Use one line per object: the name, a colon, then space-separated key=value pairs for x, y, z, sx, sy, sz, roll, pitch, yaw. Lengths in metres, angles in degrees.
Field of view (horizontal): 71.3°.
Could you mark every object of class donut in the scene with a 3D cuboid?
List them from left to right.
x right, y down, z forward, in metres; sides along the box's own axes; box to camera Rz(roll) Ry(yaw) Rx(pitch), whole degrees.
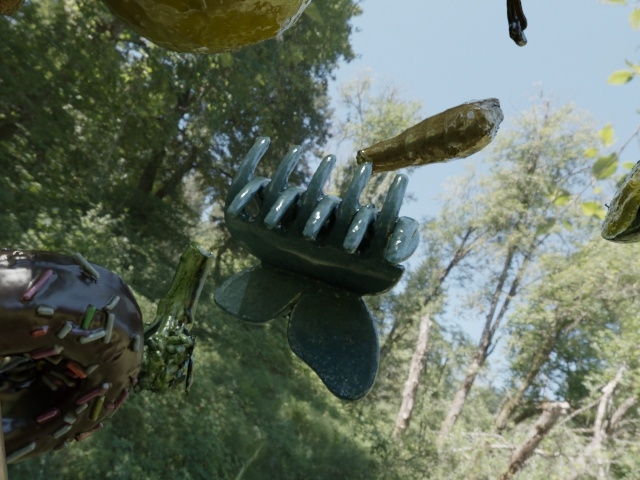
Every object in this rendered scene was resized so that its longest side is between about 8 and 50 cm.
donut: x=-0.306 y=0.127 z=0.440 sx=0.103 sy=0.270 sz=0.269 roll=48 pitch=0 yaw=41

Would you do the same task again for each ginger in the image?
ginger: x=0.283 y=-0.288 z=1.186 sx=0.375 sy=0.236 sz=0.166 roll=4 pitch=-34 yaw=27

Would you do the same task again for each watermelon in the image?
watermelon: x=0.777 y=-0.081 z=1.070 sx=0.127 sy=0.204 sz=0.232 roll=19 pitch=-34 yaw=15

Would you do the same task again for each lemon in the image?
lemon: x=-0.126 y=-0.335 z=0.480 sx=0.284 sy=0.260 sz=0.260 roll=12 pitch=-18 yaw=-3

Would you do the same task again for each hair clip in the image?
hair clip: x=0.000 y=0.000 z=0.744 sx=0.318 sy=0.392 sz=0.238 roll=19 pitch=-38 yaw=13

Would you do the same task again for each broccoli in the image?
broccoli: x=-0.277 y=0.143 z=0.802 sx=0.177 sy=0.274 sz=0.198 roll=24 pitch=4 yaw=-10

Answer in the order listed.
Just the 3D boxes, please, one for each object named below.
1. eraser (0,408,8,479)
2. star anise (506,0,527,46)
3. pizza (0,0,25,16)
eraser: x=-0.287 y=0.277 z=0.310 sx=0.087 sy=0.290 sz=0.171 roll=-2 pitch=5 yaw=8
star anise: x=0.386 y=-0.428 z=0.617 sx=0.148 sy=0.346 sz=0.237 roll=24 pitch=22 yaw=-40
pizza: x=-0.447 y=-0.405 z=0.566 sx=0.127 sy=0.058 sz=0.246 roll=-3 pitch=-26 yaw=5
